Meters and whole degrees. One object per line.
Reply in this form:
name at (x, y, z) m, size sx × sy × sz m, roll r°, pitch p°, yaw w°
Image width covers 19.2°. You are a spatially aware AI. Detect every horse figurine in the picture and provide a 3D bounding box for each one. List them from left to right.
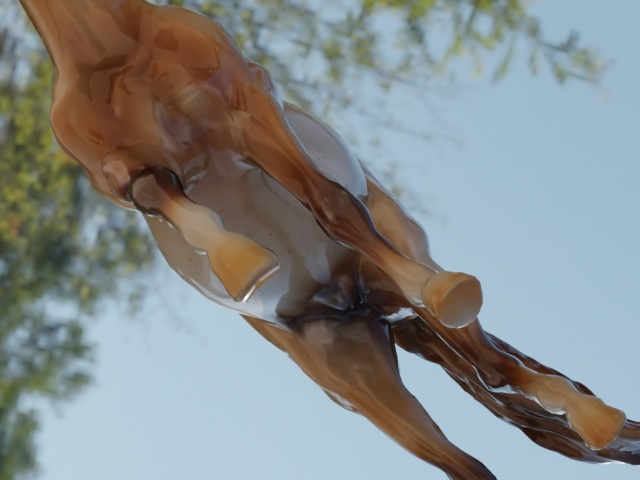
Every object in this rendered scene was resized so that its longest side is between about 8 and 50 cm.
horse figurine at (0.000, 0.000, 0.497) m, size 0.066 × 0.263 × 0.174 m, roll -48°, pitch -134°, yaw 1°
